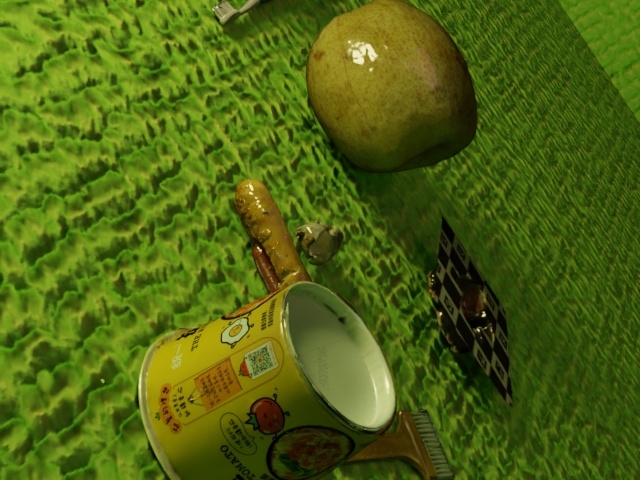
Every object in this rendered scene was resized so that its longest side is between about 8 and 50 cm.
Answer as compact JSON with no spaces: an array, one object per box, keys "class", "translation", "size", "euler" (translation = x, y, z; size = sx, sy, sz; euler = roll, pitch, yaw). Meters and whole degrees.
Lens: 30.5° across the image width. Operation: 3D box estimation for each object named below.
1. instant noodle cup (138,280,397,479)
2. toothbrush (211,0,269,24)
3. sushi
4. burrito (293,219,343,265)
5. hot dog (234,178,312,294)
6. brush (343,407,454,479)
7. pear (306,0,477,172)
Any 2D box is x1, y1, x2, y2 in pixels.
[{"class":"instant noodle cup","translation":[-0.034,0.123,0.953],"size":[0.182,0.144,0.182],"euler":[40,31,-30]},{"class":"toothbrush","translation":[-0.078,-0.310,1.497],"size":[0.025,0.019,0.276],"euler":[47,27,-3]},{"class":"sushi","translation":[0.177,0.092,1.470],"size":[0.193,0.040,0.210],"euler":[54,23,-22]},{"class":"burrito","translation":[0.000,0.000,1.197],"size":[0.185,0.041,0.045],"euler":[-52,124,-86]},{"class":"hot dog","translation":[-0.033,0.036,1.161],"size":[0.216,0.047,0.066],"euler":[63,-10,10]},{"class":"brush","translation":[0.070,0.210,1.189],"size":[0.218,0.010,0.083],"euler":[11,52,-54]},{"class":"pear","translation":[0.088,-0.192,1.456],"size":[0.228,0.188,0.211],"euler":[-8,76,-62]}]
